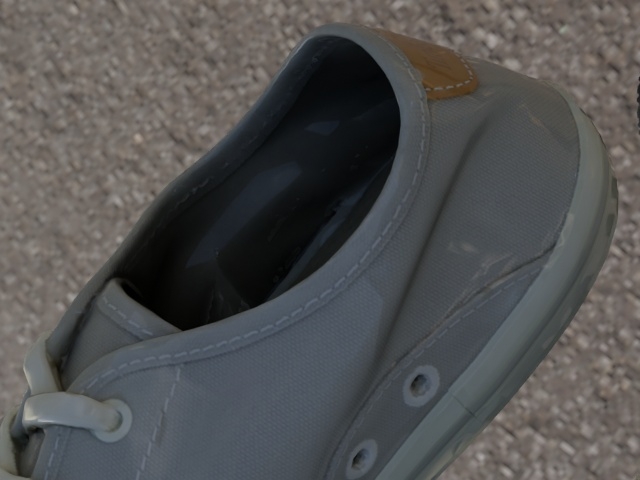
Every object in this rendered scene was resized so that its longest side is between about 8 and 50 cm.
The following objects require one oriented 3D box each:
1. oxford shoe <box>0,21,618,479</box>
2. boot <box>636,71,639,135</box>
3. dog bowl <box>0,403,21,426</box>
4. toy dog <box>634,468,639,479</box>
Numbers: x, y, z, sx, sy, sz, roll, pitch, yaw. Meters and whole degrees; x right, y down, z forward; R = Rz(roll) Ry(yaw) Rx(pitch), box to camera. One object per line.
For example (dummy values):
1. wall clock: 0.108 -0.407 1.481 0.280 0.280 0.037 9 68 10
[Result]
1. oxford shoe: -0.071 0.104 0.523 0.130 0.449 0.169 38 177 -34
2. boot: 0.450 -0.189 1.572 0.207 0.094 0.246 7 92 44
3. dog bowl: -0.019 0.174 0.856 0.349 0.102 0.349 39 175 4
4. toy dog: 0.420 0.268 1.327 0.395 0.408 0.285 -8 88 17
